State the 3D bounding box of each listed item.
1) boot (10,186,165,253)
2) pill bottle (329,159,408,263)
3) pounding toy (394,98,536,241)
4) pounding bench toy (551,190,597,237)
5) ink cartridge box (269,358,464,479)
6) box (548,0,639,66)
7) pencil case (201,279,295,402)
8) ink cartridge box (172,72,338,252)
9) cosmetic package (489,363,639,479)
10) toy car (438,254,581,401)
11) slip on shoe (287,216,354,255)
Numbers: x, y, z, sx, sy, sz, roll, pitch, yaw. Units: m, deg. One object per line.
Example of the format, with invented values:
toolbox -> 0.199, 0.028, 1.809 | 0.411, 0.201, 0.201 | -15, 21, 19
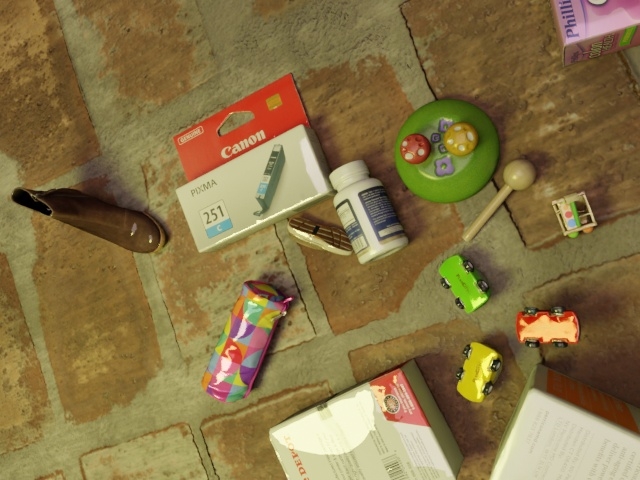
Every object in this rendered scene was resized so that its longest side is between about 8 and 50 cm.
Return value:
boot -> -0.459, -0.038, 1.242 | 0.249, 0.207, 0.090 | 24, 98, 20
pill bottle -> 0.080, -0.051, 1.097 | 0.094, 0.094, 0.169 | -27, 80, 18
pounding toy -> 0.220, -0.137, 1.036 | 0.183, 0.110, 0.237 | -45, 74, 14
pounding bench toy -> 0.401, -0.039, 0.979 | 0.052, 0.083, 0.065 | -20, 81, 19
ink cartridge box -> 0.077, 0.355, 1.079 | 0.273, 0.114, 0.196 | -29, 80, 17
box -> 0.470, -0.414, 0.942 | 0.243, 0.117, 0.213 | -12, 85, 21
pencil case -> -0.141, 0.190, 1.176 | 0.104, 0.104, 0.236 | 28, 100, 19
ink cartridge box -> -0.147, -0.150, 1.201 | 0.296, 0.066, 0.261 | -24, 82, 19
cosmetic package -> 0.485, 0.353, 0.863 | 0.454, 0.230, 0.161 | 24, 97, 19
toy car -> 0.281, 0.120, 1.027 | 0.239, 0.053, 0.225 | -44, 64, 30
slip on shoe -> 0.000, 0.000, 1.157 | 0.136, 0.051, 0.041 | 19, 136, 12
